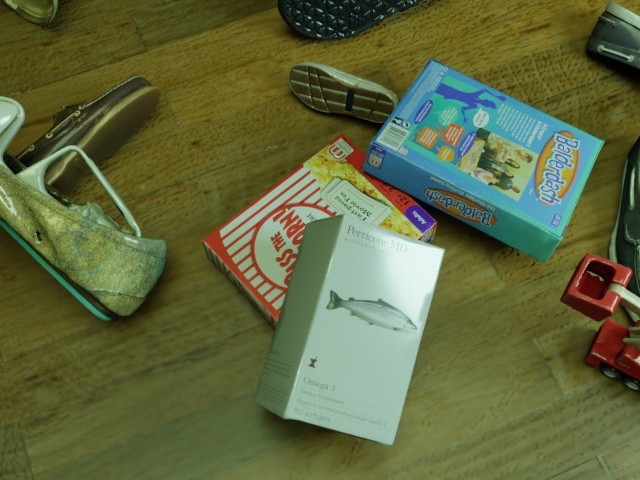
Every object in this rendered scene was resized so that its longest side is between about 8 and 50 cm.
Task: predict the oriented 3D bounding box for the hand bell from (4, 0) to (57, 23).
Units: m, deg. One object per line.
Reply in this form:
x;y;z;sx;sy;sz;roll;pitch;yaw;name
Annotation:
-0.289;-0.385;1.017;0.126;0.126;0.242;32;58;15;hand bell

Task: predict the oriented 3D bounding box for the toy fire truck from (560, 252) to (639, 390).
0.307;0.096;0.750;0.192;0.135;0.047;28;68;13;toy fire truck

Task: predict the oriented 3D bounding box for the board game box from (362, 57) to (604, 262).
0.173;-0.089;0.863;0.210;0.047;0.160;28;54;10;board game box

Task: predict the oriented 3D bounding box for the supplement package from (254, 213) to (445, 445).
0.024;0.078;0.740;0.105;0.105;0.179;18;81;-16;supplement package

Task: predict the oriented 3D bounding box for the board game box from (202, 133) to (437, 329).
0.000;0.000;0.849;0.193;0.045;0.147;-40;70;-16;board game box

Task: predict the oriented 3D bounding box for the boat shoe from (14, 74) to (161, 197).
-0.267;-0.113;0.889;0.073;0.073;0.207;40;72;12;boat shoe

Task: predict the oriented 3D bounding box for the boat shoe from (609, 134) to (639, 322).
0.348;-0.018;0.836;0.084;0.079;0.233;8;67;3;boat shoe

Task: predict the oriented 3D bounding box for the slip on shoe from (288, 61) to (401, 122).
0.029;-0.170;0.934;0.135;0.051;0.041;18;26;17;slip on shoe

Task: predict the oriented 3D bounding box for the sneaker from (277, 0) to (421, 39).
0.055;-0.314;0.993;0.235;0.084;0.097;-19;42;-9;sneaker

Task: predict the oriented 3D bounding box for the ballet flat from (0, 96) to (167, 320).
-0.293;-0.066;0.785;0.348;0.123;0.123;41;69;-12;ballet flat

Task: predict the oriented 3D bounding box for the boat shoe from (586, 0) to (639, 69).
0.401;-0.193;0.939;0.206;0.075;0.065;38;114;11;boat shoe
